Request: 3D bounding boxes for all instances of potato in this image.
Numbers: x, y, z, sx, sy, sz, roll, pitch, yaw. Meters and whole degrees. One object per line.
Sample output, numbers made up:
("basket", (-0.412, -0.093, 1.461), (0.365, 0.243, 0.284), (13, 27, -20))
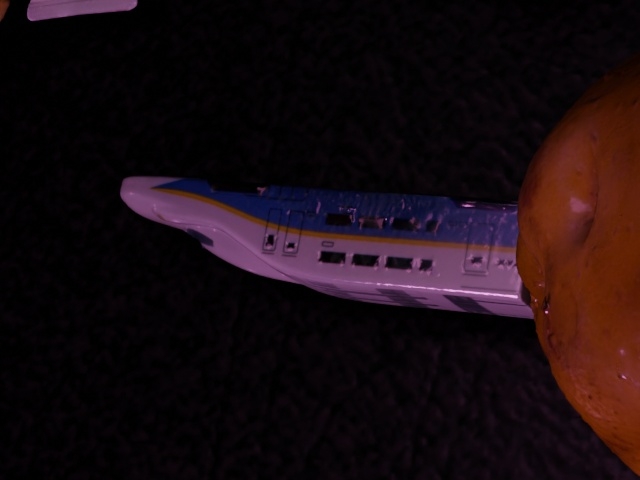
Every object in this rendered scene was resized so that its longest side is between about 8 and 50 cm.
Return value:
("potato", (0.244, 0.028, 0.676), (0.369, 0.176, 0.195), (14, 50, 25))

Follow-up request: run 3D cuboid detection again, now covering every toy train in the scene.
("toy train", (0.000, 0.000, 0.860), (0.234, 0.052, 0.051), (5, 77, 27))

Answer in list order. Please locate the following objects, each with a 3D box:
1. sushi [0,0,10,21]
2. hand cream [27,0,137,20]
("sushi", (-0.246, -0.153, 1.001), (0.291, 0.139, 0.131), (-52, 39, 5))
("hand cream", (-0.124, -0.224, 1.011), (0.078, 0.050, 0.205), (-2, 74, 28))
